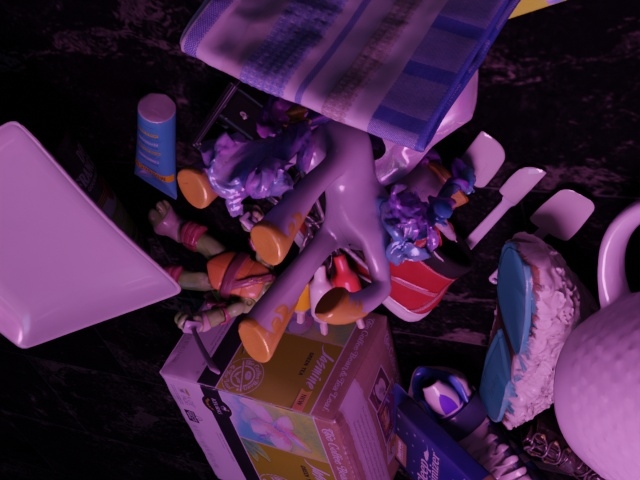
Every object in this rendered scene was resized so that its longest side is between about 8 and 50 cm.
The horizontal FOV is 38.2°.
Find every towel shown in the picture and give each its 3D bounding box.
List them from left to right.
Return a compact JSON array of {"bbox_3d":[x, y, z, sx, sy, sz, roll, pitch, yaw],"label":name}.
[{"bbox_3d":[0.024,-0.218,0.896,0.285,0.209,0.034,27,163,21],"label":"towel"}]

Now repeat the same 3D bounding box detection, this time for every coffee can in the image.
[{"bbox_3d":[-0.419,-0.032,1.472,0.202,0.201,0.275,2,136,33],"label":"coffee can"}]

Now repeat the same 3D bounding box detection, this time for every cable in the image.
[{"bbox_3d":[0.000,0.000,1.195,0.140,0.072,0.287,0,128,25],"label":"cable"}]

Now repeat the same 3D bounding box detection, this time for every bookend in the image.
[{"bbox_3d":[-0.068,-0.140,1.206,0.157,0.072,0.156,36,144,-10],"label":"bookend"}]

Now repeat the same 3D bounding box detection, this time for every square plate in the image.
[{"bbox_3d":[-0.428,0.001,1.329,0.347,0.049,0.344,-20,126,28],"label":"square plate"}]

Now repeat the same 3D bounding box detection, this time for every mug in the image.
[{"bbox_3d":[0.423,0.123,0.993,0.328,0.276,0.373,-7,100,51],"label":"mug"}]

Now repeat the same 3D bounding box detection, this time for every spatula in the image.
[{"bbox_3d":[0.224,-0.026,1.186,0.168,0.019,0.242,30,144,-1],"label":"spatula"}]

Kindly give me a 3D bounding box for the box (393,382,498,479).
[{"bbox_3d":[0.170,0.328,1.377,0.225,0.037,0.136,43,148,40],"label":"box"}]

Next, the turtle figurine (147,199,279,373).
[{"bbox_3d":[-0.170,0.032,1.389,0.266,0.275,0.197,19,109,22],"label":"turtle figurine"}]

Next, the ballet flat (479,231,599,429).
[{"bbox_3d":[0.296,0.116,1.233,0.147,0.147,0.408,19,148,15],"label":"ballet flat"}]

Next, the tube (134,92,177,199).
[{"bbox_3d":[-0.242,-0.136,1.361,0.080,0.052,0.207,36,151,10],"label":"tube"}]

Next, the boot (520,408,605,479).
[{"bbox_3d":[0.395,0.344,1.350,0.229,0.263,0.091,29,107,-7],"label":"boot"}]

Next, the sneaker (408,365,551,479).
[{"bbox_3d":[0.231,0.318,1.393,0.236,0.130,0.322,49,-175,-30],"label":"sneaker"}]

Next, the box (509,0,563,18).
[{"bbox_3d":[0.228,-0.280,0.853,0.178,0.042,0.109,-10,129,43],"label":"box"}]

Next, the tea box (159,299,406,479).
[{"bbox_3d":[-0.041,0.274,1.565,0.324,0.220,0.329,9,140,26],"label":"tea box"}]

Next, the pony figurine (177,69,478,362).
[{"bbox_3d":[0.024,-0.090,1.016,0.303,0.363,0.350,0,118,45],"label":"pony figurine"}]

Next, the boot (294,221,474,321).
[{"bbox_3d":[0.082,-0.009,1.249,0.244,0.088,0.176,33,141,-1],"label":"boot"}]
